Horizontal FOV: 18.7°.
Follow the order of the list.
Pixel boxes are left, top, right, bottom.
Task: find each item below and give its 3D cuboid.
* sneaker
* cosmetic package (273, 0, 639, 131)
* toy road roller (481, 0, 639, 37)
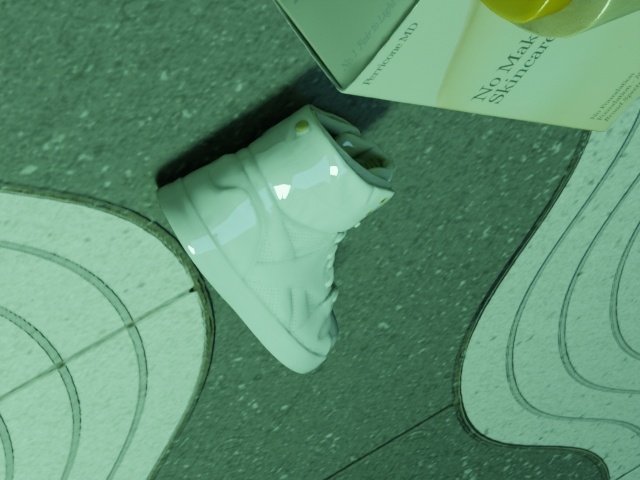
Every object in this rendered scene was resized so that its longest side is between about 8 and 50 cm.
[{"bbox_3d":[0.000,0.000,1.567,0.169,0.108,0.292,-32,150,3],"label":"sneaker"},{"bbox_3d":[0.132,-0.178,1.364,0.309,0.113,0.160,2,136,-48],"label":"cosmetic package"},{"bbox_3d":[0.175,-0.306,1.135,0.202,0.240,0.329,-23,154,-42],"label":"toy road roller"}]
